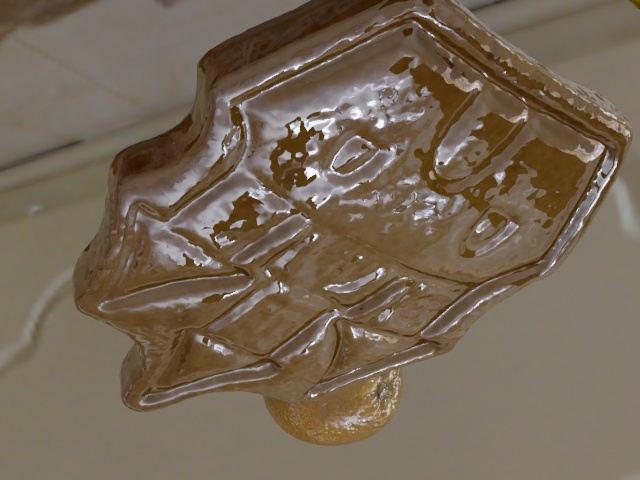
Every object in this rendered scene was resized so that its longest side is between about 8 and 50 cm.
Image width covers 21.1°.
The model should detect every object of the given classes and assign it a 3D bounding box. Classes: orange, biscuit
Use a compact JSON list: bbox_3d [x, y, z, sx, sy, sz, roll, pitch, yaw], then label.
[{"bbox_3d":[0.007,0.072,0.930,0.085,0.085,0.085,17,67,-47],"label":"orange"},{"bbox_3d":[0.001,0.002,0.635,0.182,0.215,0.034,27,32,-39],"label":"biscuit"}]

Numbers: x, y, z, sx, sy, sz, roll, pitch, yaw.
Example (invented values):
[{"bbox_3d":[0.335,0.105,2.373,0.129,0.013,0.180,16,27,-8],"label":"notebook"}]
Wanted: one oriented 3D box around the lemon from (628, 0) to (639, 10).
[{"bbox_3d":[0.149,-0.157,0.383,0.310,0.253,0.253,-15,92,-61],"label":"lemon"}]
